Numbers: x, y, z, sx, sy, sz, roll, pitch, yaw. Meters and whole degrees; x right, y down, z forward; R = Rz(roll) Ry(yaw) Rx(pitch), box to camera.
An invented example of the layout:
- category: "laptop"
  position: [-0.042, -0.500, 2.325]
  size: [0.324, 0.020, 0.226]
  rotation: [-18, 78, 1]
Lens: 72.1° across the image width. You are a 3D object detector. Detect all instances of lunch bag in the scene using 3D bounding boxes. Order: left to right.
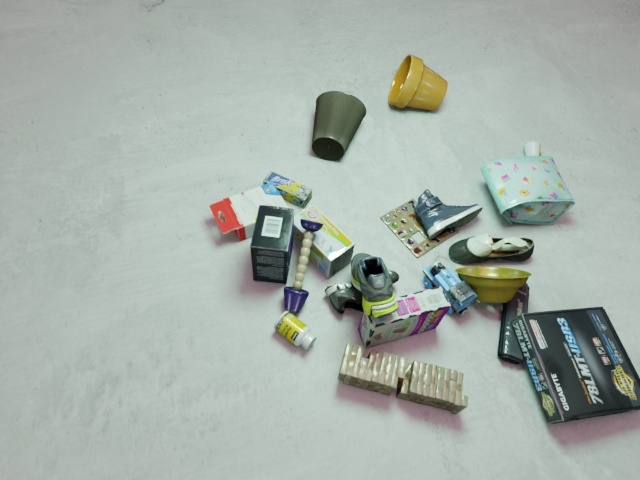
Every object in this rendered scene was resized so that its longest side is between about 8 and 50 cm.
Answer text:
- category: "lunch bag"
  position: [0.711, -0.178, 1.553]
  size: [0.262, 0.160, 0.223]
  rotation: [-1, 58, -12]

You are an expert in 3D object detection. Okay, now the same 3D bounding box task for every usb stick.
- category: "usb stick"
  position: [0.588, 0.240, 1.335]
  size: [0.077, 0.045, 0.278]
  rotation: [18, 57, 8]

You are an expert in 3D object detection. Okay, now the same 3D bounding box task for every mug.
- category: "mug"
  position: [0.841, -0.344, 1.730]
  size: [0.078, 0.062, 0.064]
  rotation: [5, 64, 7]

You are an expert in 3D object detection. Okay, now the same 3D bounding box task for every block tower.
- category: "block tower"
  position: [0.221, 0.373, 1.193]
  size: [0.335, 0.091, 0.097]
  rotation: [15, 58, 5]

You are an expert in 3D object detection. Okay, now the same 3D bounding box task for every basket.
- category: "basket"
  position: [0.056, -0.429, 1.673]
  size: [0.204, 0.154, 0.227]
  rotation: [14, 61, 2]

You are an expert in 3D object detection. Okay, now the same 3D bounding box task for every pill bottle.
- category: "pill bottle"
  position: [-0.071, 0.260, 1.259]
  size: [0.116, 0.065, 0.065]
  rotation: [34, 61, 17]

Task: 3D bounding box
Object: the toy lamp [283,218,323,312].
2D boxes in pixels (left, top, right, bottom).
- category: "toy lamp"
  position: [-0.054, 0.076, 1.304]
  size: [0.080, 0.080, 0.274]
  rotation: [14, 91, 5]

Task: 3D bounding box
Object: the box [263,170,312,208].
- category: "box"
  position: [-0.116, -0.179, 1.548]
  size: [0.169, 0.054, 0.059]
  rotation: [25, 58, 12]

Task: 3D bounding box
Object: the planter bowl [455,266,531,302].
- category: "planter bowl"
  position: [0.523, 0.138, 1.344]
  size: [0.217, 0.217, 0.090]
  rotation: [-1, 96, -5]

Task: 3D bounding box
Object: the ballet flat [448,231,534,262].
- category: "ballet flat"
  position: [0.567, 0.017, 1.449]
  size: [0.280, 0.096, 0.095]
  rotation: [-2, 58, -5]

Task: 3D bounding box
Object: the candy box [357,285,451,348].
- category: "candy box"
  position: [0.233, 0.220, 1.253]
  size: [0.233, 0.159, 0.071]
  rotation: [-13, 57, -13]

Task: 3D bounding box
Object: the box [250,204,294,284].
- category: "box"
  position: [-0.143, 0.017, 1.327]
  size: [0.108, 0.207, 0.153]
  rotation: [7, 58, 0]

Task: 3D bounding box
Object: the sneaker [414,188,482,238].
- category: "sneaker"
  position: [0.433, -0.119, 1.523]
  size: [0.226, 0.086, 0.163]
  rotation: [-21, 64, -16]

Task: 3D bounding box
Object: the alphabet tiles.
- category: "alphabet tiles"
  position: [0.360, -0.065, 1.539]
  size: [0.237, 0.009, 0.198]
  rotation: [-29, 63, -21]

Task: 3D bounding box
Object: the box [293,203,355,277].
- category: "box"
  position: [0.000, 0.000, 1.405]
  size: [0.103, 0.114, 0.203]
  rotation: [-34, 64, -24]

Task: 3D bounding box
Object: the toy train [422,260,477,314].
- category: "toy train"
  position: [0.390, 0.141, 1.348]
  size: [0.080, 0.105, 0.184]
  rotation: [-25, 62, -19]

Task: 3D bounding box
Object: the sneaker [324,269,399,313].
- category: "sneaker"
  position: [0.137, 0.163, 1.335]
  size: [0.234, 0.078, 0.106]
  rotation: [-15, 62, -9]

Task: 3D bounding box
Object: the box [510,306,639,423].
- category: "box"
  position: [0.727, 0.342, 1.242]
  size: [0.293, 0.073, 0.295]
  rotation: [-1, 59, -15]

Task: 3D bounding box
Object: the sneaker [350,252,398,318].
- category: "sneaker"
  position: [0.144, 0.089, 1.218]
  size: [0.111, 0.121, 0.300]
  rotation: [-11, 21, -5]

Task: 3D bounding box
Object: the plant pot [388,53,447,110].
- category: "plant pot"
  position: [0.409, -0.630, 1.812]
  size: [0.188, 0.205, 0.205]
  rotation: [17, 56, -11]

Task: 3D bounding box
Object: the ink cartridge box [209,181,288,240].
- category: "ink cartridge box"
  position: [-0.236, -0.090, 1.466]
  size: [0.231, 0.078, 0.134]
  rotation: [-22, 61, -18]
